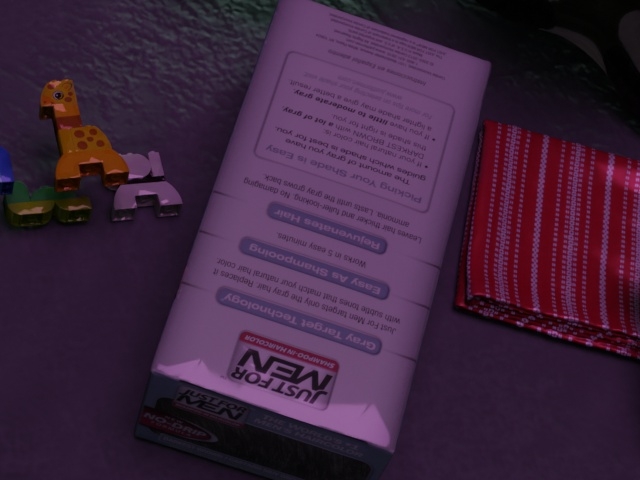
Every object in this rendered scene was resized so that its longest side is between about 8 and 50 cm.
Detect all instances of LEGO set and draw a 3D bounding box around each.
[{"bbox_3d":[-0.223,-0.069,1.432,0.227,0.087,0.093,-5,61,-19],"label":"LEGO set"}]

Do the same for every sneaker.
[{"bbox_3d":[0.308,-0.222,1.644,0.410,0.158,0.182,39,41,5],"label":"sneaker"}]

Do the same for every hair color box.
[{"bbox_3d":[0.000,0.000,1.433,0.185,0.113,0.374,19,56,-3],"label":"hair color box"}]

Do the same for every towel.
[{"bbox_3d":[0.257,0.008,1.544,0.275,0.031,0.198,15,56,-5],"label":"towel"}]
